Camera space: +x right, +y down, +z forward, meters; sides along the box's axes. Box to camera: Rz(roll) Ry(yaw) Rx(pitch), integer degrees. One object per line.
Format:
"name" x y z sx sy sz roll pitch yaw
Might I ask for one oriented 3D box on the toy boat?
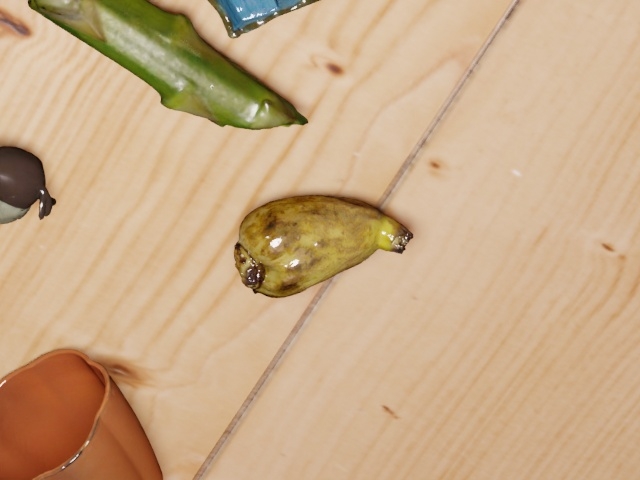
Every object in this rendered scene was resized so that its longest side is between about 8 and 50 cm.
"toy boat" -0.023 -0.264 1.750 0.185 0.077 0.075 -25 117 8

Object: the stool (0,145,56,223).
"stool" -0.377 -0.063 1.804 0.217 0.125 0.121 17 135 -35

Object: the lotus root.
"lotus root" 0.000 0.000 1.892 0.190 0.094 0.108 -14 140 -8

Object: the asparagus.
"asparagus" -0.164 -0.193 1.774 0.343 0.082 0.085 33 116 -25

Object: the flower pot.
"flower pot" -0.268 0.241 1.951 0.190 0.191 0.173 -29 131 9
